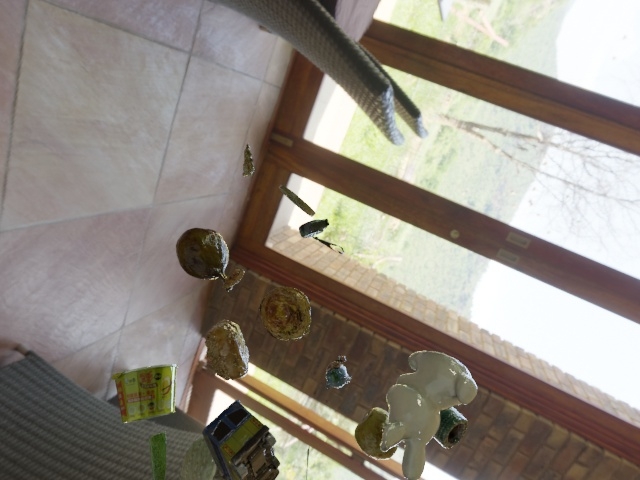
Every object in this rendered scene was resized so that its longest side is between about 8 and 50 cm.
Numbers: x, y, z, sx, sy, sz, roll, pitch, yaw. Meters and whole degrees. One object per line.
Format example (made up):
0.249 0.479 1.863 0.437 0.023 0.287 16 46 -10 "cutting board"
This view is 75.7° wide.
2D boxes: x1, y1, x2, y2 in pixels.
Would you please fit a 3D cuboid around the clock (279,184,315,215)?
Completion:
-0.121 -0.207 2.146 0.029 0.235 0.235 -49 167 -4 "clock"

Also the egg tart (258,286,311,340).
-0.161 0.359 2.040 0.297 0.297 0.132 -69 170 18 "egg tart"

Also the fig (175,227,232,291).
-0.414 0.090 1.468 0.190 0.191 0.290 103 -26 -47 "fig"

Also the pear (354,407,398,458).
0.280 0.920 1.956 0.228 0.211 0.188 -35 155 -44 "pear"

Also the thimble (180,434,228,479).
-0.487 1.060 1.932 0.292 0.195 0.291 0 90 -57 "thimble"

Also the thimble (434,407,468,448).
0.442 0.645 1.436 0.119 0.090 0.135 -27 125 -19 "thimble"

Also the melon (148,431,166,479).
-0.582 0.807 1.451 0.053 0.114 0.261 0 85 -44 "melon"

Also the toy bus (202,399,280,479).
-0.230 0.642 1.244 0.138 0.175 0.287 -37 138 -36 "toy bus"

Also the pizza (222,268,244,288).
-0.221 0.096 1.038 0.083 0.037 0.016 -36 136 22 "pizza"

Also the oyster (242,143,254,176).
-0.279 -0.313 1.611 0.146 0.045 0.121 -156 -109 -77 "oyster"

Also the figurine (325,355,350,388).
0.082 0.622 1.942 0.178 0.114 0.144 48 33 -58 "figurine"

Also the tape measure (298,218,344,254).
-0.003 0.002 1.557 0.104 0.179 0.107 -34 -178 -36 "tape measure"

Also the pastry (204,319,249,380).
-0.414 0.485 1.810 0.162 0.254 0.311 -21 -179 -7 "pastry"

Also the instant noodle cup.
-0.837 0.740 1.988 0.311 0.312 0.221 84 -7 -69 "instant noodle cup"

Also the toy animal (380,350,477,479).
0.322 0.529 1.280 0.367 0.196 0.241 -45 -168 -22 "toy animal"

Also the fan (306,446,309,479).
-0.061 1.007 1.629 0.414 0.012 0.233 -90 -159 -65 "fan"
